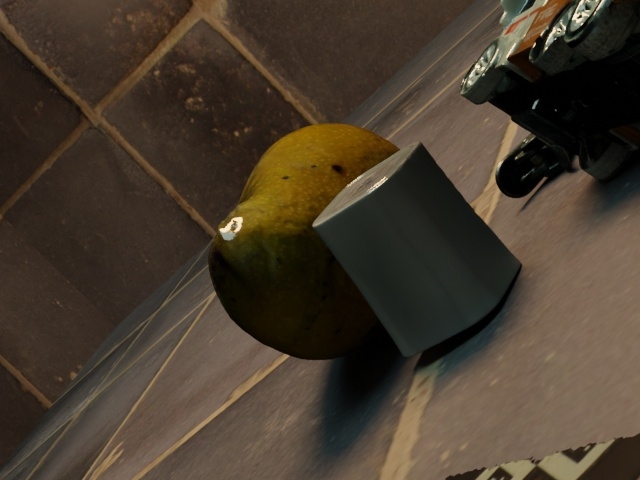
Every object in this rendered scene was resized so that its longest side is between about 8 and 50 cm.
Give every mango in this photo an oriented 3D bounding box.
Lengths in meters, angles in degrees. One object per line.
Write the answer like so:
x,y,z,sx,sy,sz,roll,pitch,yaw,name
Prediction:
0.007,0.004,1.135,0.175,0.176,0.329,-58,3,19,mango

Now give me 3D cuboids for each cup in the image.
0.078,0.000,0.989,0.095,0.129,0.128,-30,12,37,cup

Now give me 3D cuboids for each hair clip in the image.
0.222,-0.111,1.180,0.070,0.039,0.229,-37,6,40,hair clip

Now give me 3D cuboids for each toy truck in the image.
0.217,-0.156,0.903,0.184,0.133,0.338,-61,10,-8,toy truck

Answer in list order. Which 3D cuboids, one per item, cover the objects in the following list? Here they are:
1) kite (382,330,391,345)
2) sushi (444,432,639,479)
0.069,0.071,1.106,0.044,0.002,0.078,-46,7,-12,kite
0.030,0.177,0.581,0.290,0.050,0.264,-48,9,-29,sushi
